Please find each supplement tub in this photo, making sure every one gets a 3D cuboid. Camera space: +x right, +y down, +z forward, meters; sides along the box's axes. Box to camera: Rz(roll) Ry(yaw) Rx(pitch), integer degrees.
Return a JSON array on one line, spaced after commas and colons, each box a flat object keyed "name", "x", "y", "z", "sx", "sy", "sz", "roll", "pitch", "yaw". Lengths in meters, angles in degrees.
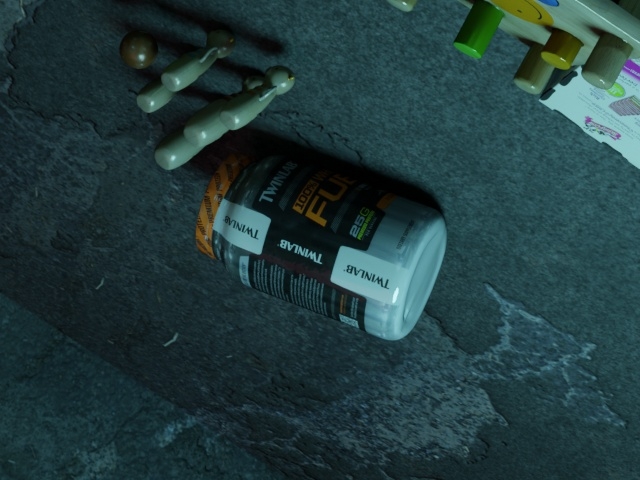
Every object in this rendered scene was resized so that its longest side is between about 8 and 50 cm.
[{"name": "supplement tub", "x": 0.000, "y": 0.000, "z": 2.446, "sx": 0.338, "sy": 0.207, "sz": 0.207, "roll": 20, "pitch": 152, "yaw": 15}]

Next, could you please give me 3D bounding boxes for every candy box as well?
[{"name": "candy box", "x": 0.380, "y": -0.188, "z": 1.910, "sx": 0.159, "sy": 0.071, "sz": 0.233, "roll": 33, "pitch": 152, "yaw": -9}]

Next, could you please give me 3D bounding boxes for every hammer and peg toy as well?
[{"name": "hammer and peg toy", "x": 0.171, "y": -0.290, "z": 1.763, "sx": 0.361, "sy": 0.127, "sz": 0.266, "roll": 31, "pitch": 175, "yaw": -17}]

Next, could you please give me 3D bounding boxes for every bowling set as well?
[{"name": "bowling set", "x": -0.166, "y": -0.237, "z": 2.311, "sx": 0.200, "sy": 0.154, "sz": 0.287, "roll": 56, "pitch": 148, "yaw": -10}]
